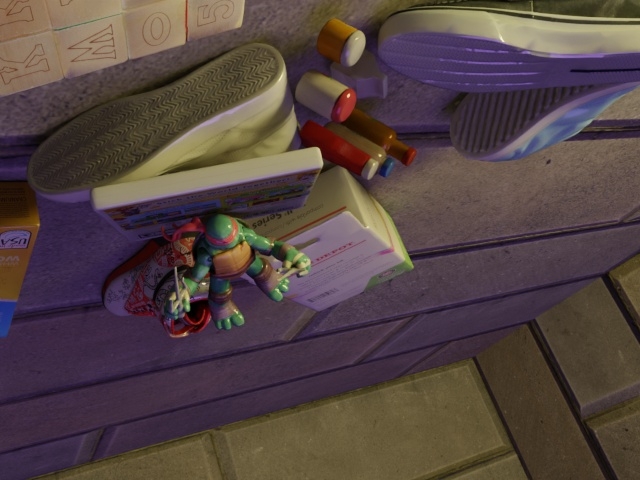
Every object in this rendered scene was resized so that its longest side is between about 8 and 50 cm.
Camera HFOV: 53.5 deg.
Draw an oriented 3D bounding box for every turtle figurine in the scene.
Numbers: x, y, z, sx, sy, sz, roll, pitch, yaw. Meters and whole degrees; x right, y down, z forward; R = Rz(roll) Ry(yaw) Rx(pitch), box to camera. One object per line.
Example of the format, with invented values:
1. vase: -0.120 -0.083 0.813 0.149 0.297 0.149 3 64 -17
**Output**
1. turtle figurine: -0.102 0.032 0.767 0.175 0.118 0.234 -16 158 -5

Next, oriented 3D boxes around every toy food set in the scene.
1. toy food set: 0.048 -0.140 0.730 0.111 0.105 0.232 -54 164 -13

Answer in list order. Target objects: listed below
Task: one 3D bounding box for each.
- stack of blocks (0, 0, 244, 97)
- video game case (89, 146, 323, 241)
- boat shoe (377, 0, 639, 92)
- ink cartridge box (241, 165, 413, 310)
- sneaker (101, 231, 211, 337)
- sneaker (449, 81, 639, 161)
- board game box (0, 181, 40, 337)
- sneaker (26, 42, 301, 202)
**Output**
1. stack of blocks: -0.214 -0.180 0.384 0.297 0.171 0.087 -24 160 -22
2. video game case: -0.120 -0.046 0.713 0.227 0.026 0.206 -11 173 -9
3. boat shoe: 0.229 -0.242 0.712 0.335 0.119 0.121 1 167 -4
4. ink cartridge box: 0.000 0.000 1.035 0.207 0.119 0.353 -26 157 13
5. sneaker: -0.257 0.097 0.996 0.090 0.145 0.270 4 147 -46
6. sneaker: 0.353 -0.225 0.856 0.366 0.135 0.150 -27 166 36
7. board game box: -0.496 0.043 0.774 0.242 0.064 0.316 -4 152 -35
8. sneaker: -0.157 -0.090 0.718 0.293 0.108 0.169 -23 154 0
